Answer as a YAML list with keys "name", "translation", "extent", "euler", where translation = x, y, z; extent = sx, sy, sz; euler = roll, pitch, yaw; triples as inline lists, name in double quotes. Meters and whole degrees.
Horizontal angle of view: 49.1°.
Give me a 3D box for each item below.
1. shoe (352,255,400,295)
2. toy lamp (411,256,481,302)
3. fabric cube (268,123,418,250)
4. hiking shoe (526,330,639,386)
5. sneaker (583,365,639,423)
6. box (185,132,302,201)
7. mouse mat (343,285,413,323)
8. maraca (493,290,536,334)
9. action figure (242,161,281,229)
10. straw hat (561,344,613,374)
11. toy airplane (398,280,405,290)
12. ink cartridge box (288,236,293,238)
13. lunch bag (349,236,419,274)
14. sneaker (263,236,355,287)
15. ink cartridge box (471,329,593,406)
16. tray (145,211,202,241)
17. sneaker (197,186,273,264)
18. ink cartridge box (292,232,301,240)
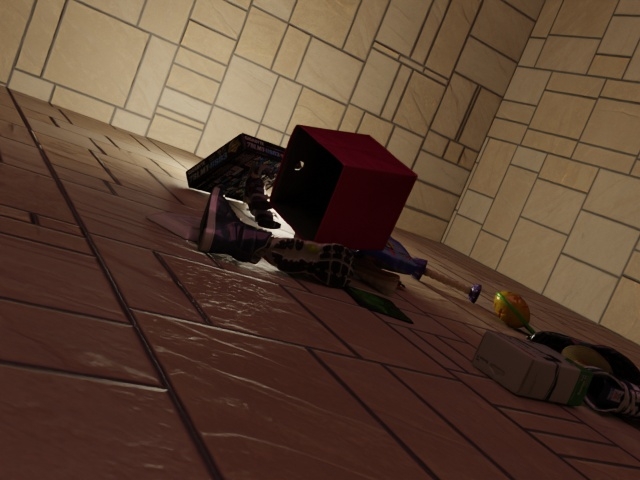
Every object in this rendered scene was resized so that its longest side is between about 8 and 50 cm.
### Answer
- name: "shoe"
  translation: [0.136, 0.098, 1.997]
  extent: [0.076, 0.058, 0.219]
  euler: [-9, 22, -37]
- name: "toy lamp"
  translation: [0.429, 0.133, 2.471]
  extent: [0.274, 0.080, 0.080]
  euler: [22, 7, 3]
- name: "fabric cube"
  translation: [0.055, -0.143, 1.916]
  extent: [0.258, 0.254, 0.259]
  euler: [1, 32, -37]
- name: "hiking shoe"
  translation: [0.715, 0.314, 1.899]
  extent: [0.304, 0.113, 0.132]
  euler: [24, 8, 12]
- name: "sneaker"
  translation: [0.709, 0.363, 1.581]
  extent: [0.282, 0.099, 0.153]
  euler: [18, 0, 26]
- name: "box"
  translation: [-0.267, -0.246, 2.458]
  extent: [0.293, 0.295, 0.073]
  euler: [10, 58, -50]
- name: "mouse mat"
  translation: [0.138, 0.155, 1.754]
  extent: [0.152, 0.007, 0.189]
  euler: [20, 7, -19]
- name: "maraca"
  translation: [0.638, 0.240, 2.284]
  extent: [0.186, 0.099, 0.127]
  euler: [48, 7, 6]
- name: "action figure"
  translation: [-0.199, -0.145, 2.315]
  extent: [0.099, 0.185, 0.285]
  euler: [-3, 31, -13]
- name: "straw hat"
  translation: [0.646, 0.333, 1.741]
  extent: [0.061, 0.145, 0.144]
  euler: [-31, 41, -31]
- name: "toy airplane"
  translation: [0.195, 0.110, 2.105]
  extent: [0.151, 0.028, 0.151]
  euler: [25, -3, 1]
- name: "ink cartridge box"
  translation: [-0.029, 0.035, 2.058]
  extent: [0.145, 0.045, 0.179]
  euler: [27, 27, 29]
- name: "lunch bag"
  translation: [0.155, 0.027, 2.190]
  extent: [0.220, 0.138, 0.293]
  euler: [24, 8, -32]
- name: "sneaker"
  translation: [-0.032, 0.040, 1.730]
  extent: [0.279, 0.107, 0.118]
  euler: [20, -3, -37]
- name: "ink cartridge box"
  translation: [0.457, 0.276, 1.516]
  extent: [0.208, 0.087, 0.153]
  euler: [16, 9, -33]
- name: "tray"
  translation: [-0.289, -0.030, 1.730]
  extent: [0.145, 0.030, 0.270]
  euler: [25, 8, 28]
- name: "sneaker"
  translation: [-0.193, -0.032, 1.623]
  extent: [0.163, 0.086, 0.226]
  euler: [14, 35, -15]
- name: "ink cartridge box"
  translation: [0.000, 0.000, 1.983]
  extent: [0.139, 0.082, 0.191]
  euler: [23, 25, 2]
